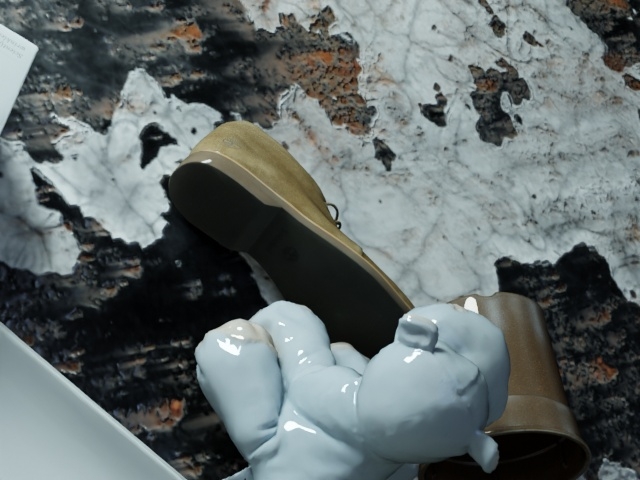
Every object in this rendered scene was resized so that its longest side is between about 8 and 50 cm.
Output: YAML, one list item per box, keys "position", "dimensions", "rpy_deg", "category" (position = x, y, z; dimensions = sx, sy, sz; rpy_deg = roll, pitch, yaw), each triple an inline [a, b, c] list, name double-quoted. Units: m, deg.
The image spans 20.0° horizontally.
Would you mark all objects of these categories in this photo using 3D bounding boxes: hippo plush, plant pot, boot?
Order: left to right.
- position: [0.000, 0.000, 1.763]
  dimensions: [0.305, 0.112, 0.115]
  rpy_deg: [43, 40, -8]
  category: "boot"
- position: [0.032, 0.130, 1.591]
  dimensions: [0.234, 0.236, 0.294]
  rpy_deg: [54, 33, 1]
  category: "hippo plush"
- position: [0.169, 0.151, 1.778]
  dimensions: [0.167, 0.167, 0.165]
  rpy_deg: [15, 52, -29]
  category: "plant pot"

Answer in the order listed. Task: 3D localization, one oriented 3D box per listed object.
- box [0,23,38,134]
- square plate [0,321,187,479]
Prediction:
- position: [-0.366, -0.119, 1.545]
  dimensions: [0.181, 0.119, 0.182]
  rpy_deg: [32, 54, -20]
  category: "box"
- position: [-0.291, 0.235, 1.449]
  dimensions: [0.344, 0.049, 0.347]
  rpy_deg: [41, 46, -6]
  category: "square plate"
